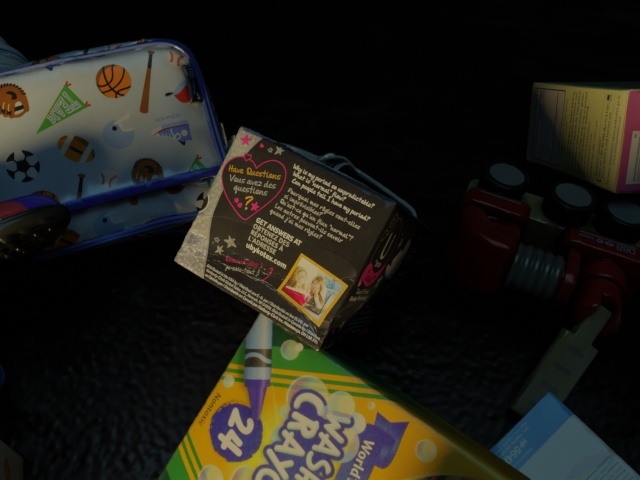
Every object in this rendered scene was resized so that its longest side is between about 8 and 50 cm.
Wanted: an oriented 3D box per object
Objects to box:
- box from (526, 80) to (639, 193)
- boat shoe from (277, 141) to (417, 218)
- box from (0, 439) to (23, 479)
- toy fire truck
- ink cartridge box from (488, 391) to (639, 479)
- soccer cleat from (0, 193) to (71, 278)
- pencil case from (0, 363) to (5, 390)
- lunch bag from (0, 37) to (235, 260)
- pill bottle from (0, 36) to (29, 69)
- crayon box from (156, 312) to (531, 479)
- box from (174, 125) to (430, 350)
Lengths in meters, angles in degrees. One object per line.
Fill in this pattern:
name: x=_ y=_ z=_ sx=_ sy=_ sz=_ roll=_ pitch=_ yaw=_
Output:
box: x=0.423 y=-0.144 z=0.749 sx=0.213 sy=0.117 sz=0.243 roll=-2 pitch=18 yaw=-5
boat shoe: x=0.014 y=-0.070 z=0.765 sx=0.267 sy=0.088 sz=0.096 roll=39 pitch=61 yaw=23
box: x=-0.318 y=0.232 z=0.475 sx=0.091 sy=0.171 sz=0.130 roll=-15 pitch=55 yaw=-15
toy fire truck: x=0.244 y=0.057 z=0.663 sx=0.217 sy=0.159 sz=0.246 roll=20 pitch=45 yaw=12
ink cartridge box: x=0.234 y=0.231 z=0.535 sx=0.090 sy=0.092 sz=0.143 roll=-41 pitch=63 yaw=-6
soccer cleat: x=-0.427 y=0.006 z=0.601 sx=0.318 sy=0.108 sz=0.117 roll=-24 pitch=79 yaw=-4
pencil case: x=-0.465 y=0.174 z=0.539 sx=0.306 sy=0.133 sz=0.119 roll=-33 pitch=88 yaw=-23
lunch bag: x=-0.259 y=-0.106 z=0.714 sx=0.303 sy=0.115 sz=0.243 roll=-15 pitch=96 yaw=-11
pill bottle: x=-0.462 y=-0.205 z=0.823 sx=0.124 sy=0.124 sz=0.221 roll=-26 pitch=57 yaw=-20
crayon box: x=0.034 y=0.231 z=0.493 sx=0.322 sy=0.083 sz=0.203 roll=31 pitch=88 yaw=18
box: x=0.000 y=0.000 z=0.590 sx=0.163 sy=0.247 sz=0.142 roll=29 pitch=94 yaw=17
